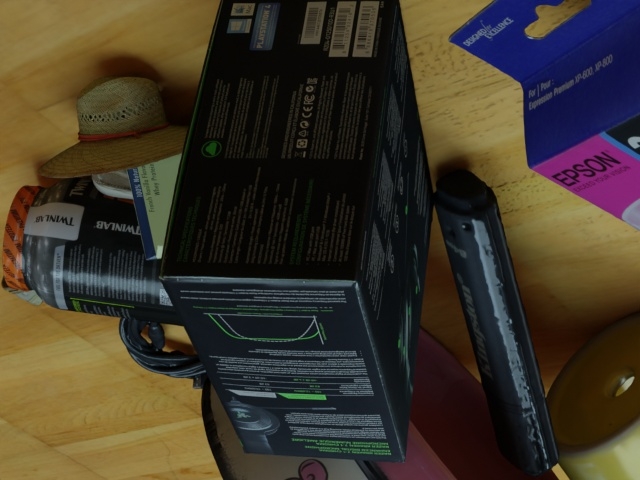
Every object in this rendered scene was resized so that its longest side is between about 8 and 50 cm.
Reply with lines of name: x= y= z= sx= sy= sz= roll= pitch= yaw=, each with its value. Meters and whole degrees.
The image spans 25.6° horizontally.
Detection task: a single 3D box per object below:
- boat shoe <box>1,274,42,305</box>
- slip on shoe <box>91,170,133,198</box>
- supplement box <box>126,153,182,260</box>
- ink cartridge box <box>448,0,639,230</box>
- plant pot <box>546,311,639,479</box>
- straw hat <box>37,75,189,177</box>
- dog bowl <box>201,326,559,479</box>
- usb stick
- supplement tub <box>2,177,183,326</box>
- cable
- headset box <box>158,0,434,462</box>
boat shoe: x=-0.268 y=0.024 z=1.321 sx=0.045 sy=0.050 sz=0.135 roll=16 pitch=148 yaw=-20
slip on shoe: x=-0.123 y=-0.056 z=1.158 sx=0.135 sy=0.051 sz=0.041 roll=10 pitch=146 yaw=7
supplement box: x=-0.102 y=-0.036 z=1.109 sx=0.083 sy=0.056 sz=0.083 roll=-10 pitch=104 yaw=4
ink cartridge box: x=0.262 y=-0.045 z=0.874 sx=0.371 sy=0.069 sz=0.176 roll=30 pitch=159 yaw=-12
plant pot: x=0.338 y=0.197 z=1.271 sx=0.239 sy=0.254 sz=0.254 roll=43 pitch=137 yaw=-18
straw hat: x=-0.153 y=-0.097 z=1.083 sx=0.144 sy=0.144 sz=0.061 roll=-4 pitch=107 yaw=21
dog bowl: x=0.089 y=0.221 z=1.245 sx=0.150 sy=0.408 sz=0.408 roll=-42 pitch=129 yaw=12
usb stick: x=0.148 y=0.074 z=1.171 sx=0.045 sy=0.077 sz=0.278 roll=-21 pitch=116 yaw=-8
supplement tub: x=-0.168 y=0.009 z=1.209 sx=0.190 sy=0.117 sz=0.117 roll=8 pitch=148 yaw=3
cable: x=-0.112 y=0.094 z=1.403 sx=0.150 sy=0.047 sz=0.184 roll=36 pitch=142 yaw=-27
headset box: x=0.000 y=0.000 z=1.030 sx=0.131 sy=0.246 sz=0.283 roll=1 pitch=148 yaw=13
